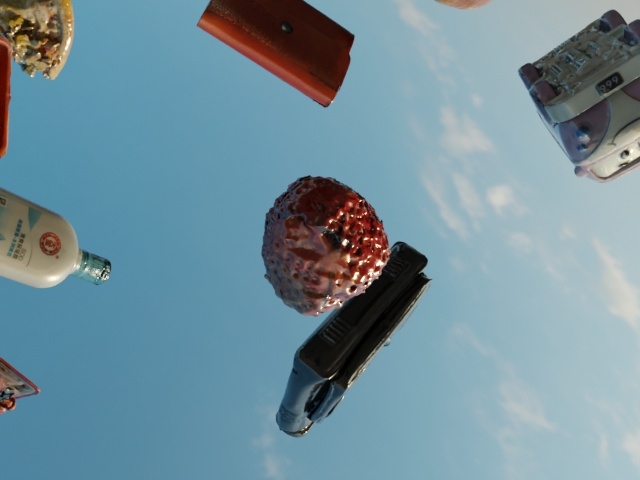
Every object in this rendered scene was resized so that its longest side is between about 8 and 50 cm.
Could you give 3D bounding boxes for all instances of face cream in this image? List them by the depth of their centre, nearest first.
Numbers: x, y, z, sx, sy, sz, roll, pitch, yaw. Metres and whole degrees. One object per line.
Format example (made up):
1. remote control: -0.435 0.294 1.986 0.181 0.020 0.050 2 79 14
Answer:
1. face cream: -0.569 0.010 1.258 0.336 0.080 0.163 34 -125 -48

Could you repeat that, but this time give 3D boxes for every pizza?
1. pizza: -0.554 -0.391 1.151 0.195 0.185 0.052 11 -149 -20

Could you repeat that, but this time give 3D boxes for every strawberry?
1. strawberry: 0.000 0.000 0.387 0.083 0.096 0.083 2 -120 -3

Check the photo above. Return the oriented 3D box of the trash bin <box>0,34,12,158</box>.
1. trash bin: -0.401 -0.152 0.550 0.238 0.161 0.184 25 -157 28

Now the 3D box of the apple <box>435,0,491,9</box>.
1. apple: 0.215 -0.415 0.931 0.146 0.131 0.146 26 -135 -29

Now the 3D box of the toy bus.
1. toy bus: 0.327 -0.164 0.727 0.142 0.142 0.202 52 -159 -17

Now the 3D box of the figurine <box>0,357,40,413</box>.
1. figurine: -0.637 0.300 1.065 0.183 0.160 0.226 49 -136 -23

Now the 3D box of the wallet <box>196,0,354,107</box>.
1. wallet: -0.053 -0.284 0.854 0.204 0.045 0.142 29 -122 -19

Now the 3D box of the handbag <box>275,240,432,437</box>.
1. handbag: 0.048 0.151 0.926 0.088 0.244 0.275 35 -126 11
